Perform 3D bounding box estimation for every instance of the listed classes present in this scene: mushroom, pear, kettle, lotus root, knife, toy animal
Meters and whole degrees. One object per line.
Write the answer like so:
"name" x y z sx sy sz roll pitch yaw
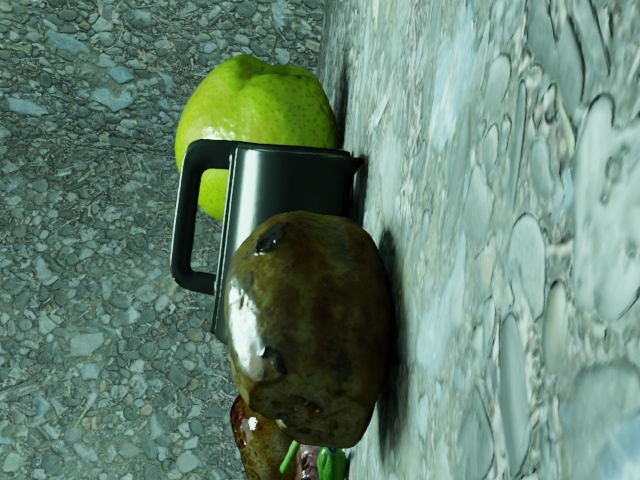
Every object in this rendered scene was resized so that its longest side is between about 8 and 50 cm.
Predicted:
"mushroom" -0.106 0.413 1.628 0.297 0.163 0.278 100 164 -73
"pear" -0.127 -0.219 1.677 0.391 0.390 0.391 -175 90 -86
"kettle" -0.078 0.002 1.205 0.203 0.262 0.308 -8 -75 -57
"lotus root" -0.017 0.075 0.819 0.291 0.193 0.193 -89 6 -49
"knife" -0.026 0.321 1.334 0.054 0.015 0.212 -63 -1 -76
"toy animal" 0.014 0.328 1.065 0.075 0.041 0.217 -92 3 -53

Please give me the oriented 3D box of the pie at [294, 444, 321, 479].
"pie" -0.015 0.434 1.274 0.204 0.054 0.219 111 162 -76

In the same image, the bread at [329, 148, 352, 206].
"bread" 0.012 -0.083 1.347 0.119 0.084 0.177 100 178 -47
